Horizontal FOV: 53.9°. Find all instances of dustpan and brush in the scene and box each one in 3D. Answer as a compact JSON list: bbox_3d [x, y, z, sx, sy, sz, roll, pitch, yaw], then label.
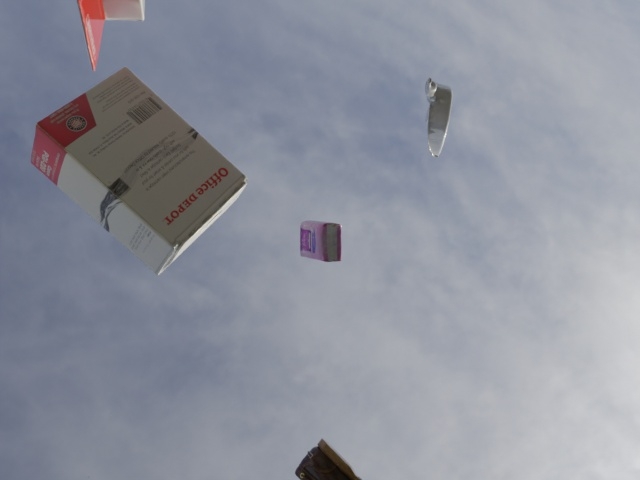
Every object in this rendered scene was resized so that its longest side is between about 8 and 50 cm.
[{"bbox_3d":[0.226,-0.265,1.236,0.060,0.211,0.147,8,-101,4],"label":"dustpan and brush"}]

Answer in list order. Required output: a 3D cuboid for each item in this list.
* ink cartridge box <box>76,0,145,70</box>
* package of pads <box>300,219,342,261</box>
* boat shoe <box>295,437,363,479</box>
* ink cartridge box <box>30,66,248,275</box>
[{"bbox_3d":[-0.277,-0.417,0.815,0.066,0.296,0.261,-2,-128,-9],"label":"ink cartridge box"},{"bbox_3d":[0.000,0.000,0.824,0.032,0.083,0.050,0,-86,-22],"label":"package of pads"},{"bbox_3d":[0.052,0.385,0.916,0.207,0.073,0.073,38,-103,26],"label":"boat shoe"},{"bbox_3d":[-0.226,-0.089,0.804,0.218,0.092,0.158,42,-129,-3],"label":"ink cartridge box"}]
